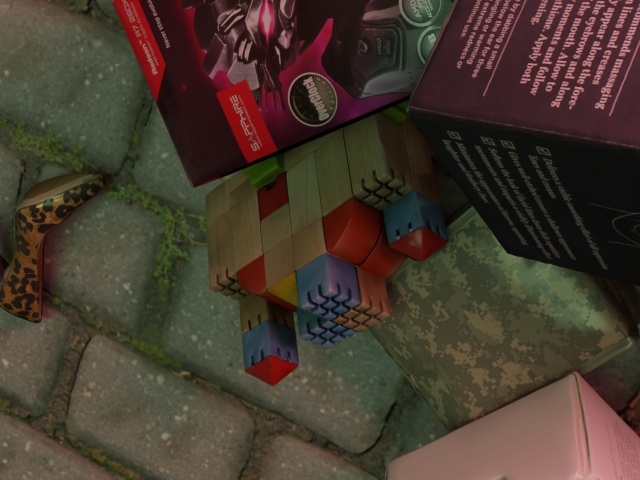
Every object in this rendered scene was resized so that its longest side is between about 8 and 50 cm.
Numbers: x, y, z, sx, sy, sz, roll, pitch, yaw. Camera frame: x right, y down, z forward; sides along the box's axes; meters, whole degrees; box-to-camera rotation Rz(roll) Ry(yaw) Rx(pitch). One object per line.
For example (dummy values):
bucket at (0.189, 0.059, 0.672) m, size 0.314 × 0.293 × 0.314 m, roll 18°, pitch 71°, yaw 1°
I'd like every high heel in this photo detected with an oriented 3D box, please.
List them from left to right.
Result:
high heel at (-0.390, 0.012, 1.483) m, size 0.261 × 0.093 × 0.186 m, roll -23°, pitch 112°, yaw 17°

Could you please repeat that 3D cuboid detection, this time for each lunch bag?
lunch bag at (0.201, 0.081, 1.194) m, size 0.287 × 0.169 × 0.235 m, roll -38°, pitch 89°, yaw 27°

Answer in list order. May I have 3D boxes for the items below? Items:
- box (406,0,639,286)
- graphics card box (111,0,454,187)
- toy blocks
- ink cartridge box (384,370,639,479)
box at (0.326, -0.093, 0.853) m, size 0.395 × 0.293 × 0.212 m, roll 16°, pitch 73°, yaw 34°
graphics card box at (-0.023, -0.223, 1.040) m, size 0.371 × 0.094 × 0.232 m, roll -19°, pitch 96°, yaw 29°
toy blocks at (0.000, 0.000, 1.167) m, size 0.381 × 0.191 × 0.261 m, roll -33°, pitch 48°, yaw 32°
ink cartridge box at (0.293, 0.367, 1.158) m, size 0.279 × 0.160 × 0.385 m, roll -33°, pitch 116°, yaw 27°
